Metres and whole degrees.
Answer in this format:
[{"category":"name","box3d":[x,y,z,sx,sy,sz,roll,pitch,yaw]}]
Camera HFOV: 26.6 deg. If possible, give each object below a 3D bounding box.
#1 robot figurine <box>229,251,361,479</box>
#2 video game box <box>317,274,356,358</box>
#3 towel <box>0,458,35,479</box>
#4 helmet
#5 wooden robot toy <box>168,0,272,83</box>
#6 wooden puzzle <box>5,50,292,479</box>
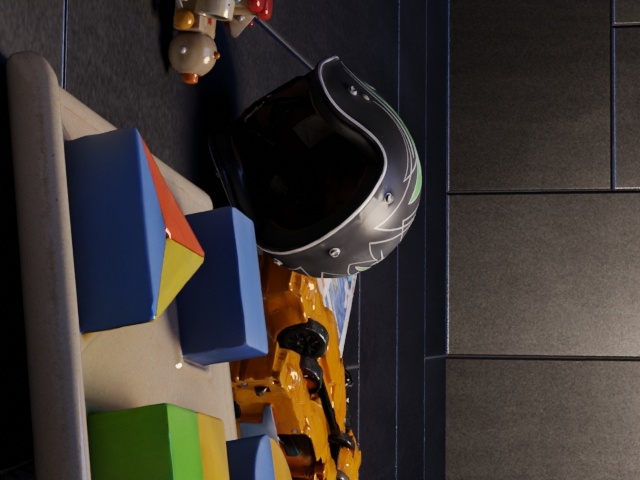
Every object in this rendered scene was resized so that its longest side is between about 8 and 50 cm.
[{"category":"robot figurine","box3d":[-0.023,0.157,1.208,0.291,0.085,0.211,77,17,-44]},{"category":"video game box","box3d":[0.000,0.000,1.414,0.187,0.048,0.205,-81,166,-47]},{"category":"towel","box3d":[-0.161,0.277,0.660,0.312,0.056,0.324,3,85,-81]},{"category":"helmet","box3d":[0.004,-0.052,1.097,0.161,0.169,0.169,58,16,-4]},{"category":"wooden robot toy","box3d":[-0.082,-0.152,0.978,0.173,0.076,0.079,11,90,-78]},{"category":"wooden puzzle","box3d":[-0.083,0.086,0.809,0.348,0.080,0.322,52,29,-73]}]
